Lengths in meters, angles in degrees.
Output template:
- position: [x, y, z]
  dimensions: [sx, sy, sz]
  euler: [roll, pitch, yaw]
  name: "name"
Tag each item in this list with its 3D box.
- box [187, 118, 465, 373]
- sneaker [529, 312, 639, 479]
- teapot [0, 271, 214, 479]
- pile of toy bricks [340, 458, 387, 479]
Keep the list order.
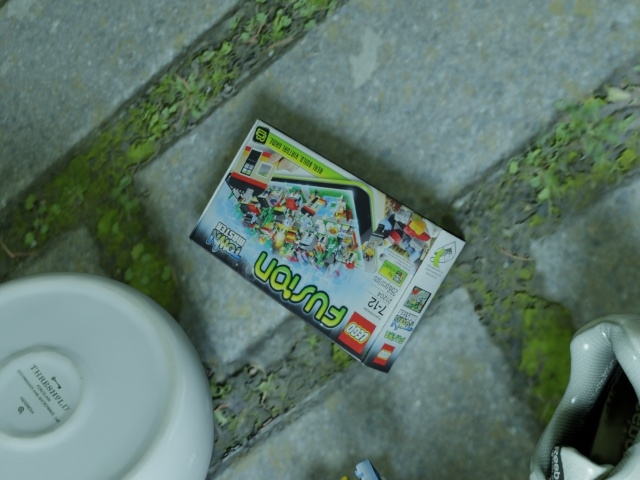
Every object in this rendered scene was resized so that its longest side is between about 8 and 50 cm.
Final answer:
- position: [0.000, 0.000, 1.016]
  dimensions: [0.207, 0.036, 0.114]
  euler: [33, 94, 37]
  name: "box"
- position: [0.160, 0.181, 0.796]
  dimensions: [0.110, 0.118, 0.292]
  euler: [7, 80, 34]
  name: "sneaker"
- position: [-0.186, 0.163, 1.004]
  dimensions: [0.252, 0.187, 0.256]
  euler: [-1, 53, 6]
  name: "teapot"
- position: [0.027, 0.247, 0.853]
  dimensions: [0.105, 0.118, 0.212]
  euler: [-28, 58, 2]
  name: "pile of toy bricks"
